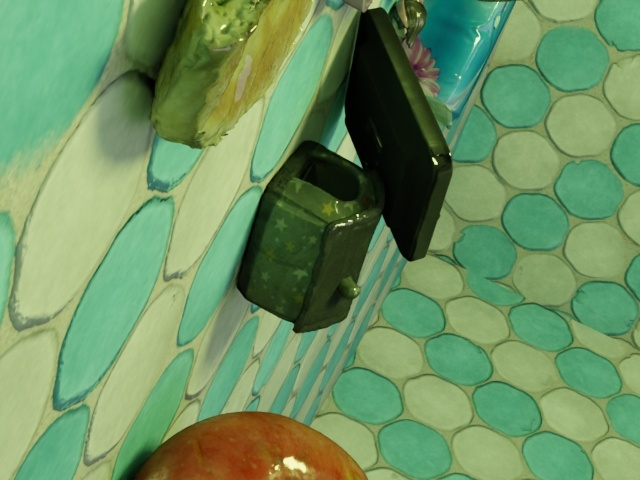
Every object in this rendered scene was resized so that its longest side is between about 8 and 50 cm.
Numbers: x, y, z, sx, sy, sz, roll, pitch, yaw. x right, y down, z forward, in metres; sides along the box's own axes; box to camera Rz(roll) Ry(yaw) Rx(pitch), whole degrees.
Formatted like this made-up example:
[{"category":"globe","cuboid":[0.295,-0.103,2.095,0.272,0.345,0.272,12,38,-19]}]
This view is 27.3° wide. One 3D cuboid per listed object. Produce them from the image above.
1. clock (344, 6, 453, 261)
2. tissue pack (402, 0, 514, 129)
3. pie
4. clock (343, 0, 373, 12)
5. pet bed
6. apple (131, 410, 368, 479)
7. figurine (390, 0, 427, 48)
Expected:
[{"category":"clock","cuboid":[0.093,-0.140,1.796,0.273,0.049,0.279,99,-27,-60]},{"category":"tissue pack","cuboid":[0.216,-0.341,2.178,0.263,0.146,0.198,-65,173,-3]},{"category":"pie","cuboid":[-0.050,-0.222,1.097,0.337,0.075,0.337,24,90,-87]},{"category":"clock","cuboid":[0.060,-0.345,1.498,0.153,0.050,0.110,-63,172,-17]},{"category":"pet bed","cuboid":[0.000,0.000,1.775,0.183,0.159,0.211,-53,167,-54]},{"category":"apple","cuboid":[-0.099,0.403,1.704,0.364,0.364,0.364,-62,172,-16]},{"category":"figurine","cuboid":[0.122,-0.311,2.001,0.072,0.054,0.129,-59,173,-60]}]
